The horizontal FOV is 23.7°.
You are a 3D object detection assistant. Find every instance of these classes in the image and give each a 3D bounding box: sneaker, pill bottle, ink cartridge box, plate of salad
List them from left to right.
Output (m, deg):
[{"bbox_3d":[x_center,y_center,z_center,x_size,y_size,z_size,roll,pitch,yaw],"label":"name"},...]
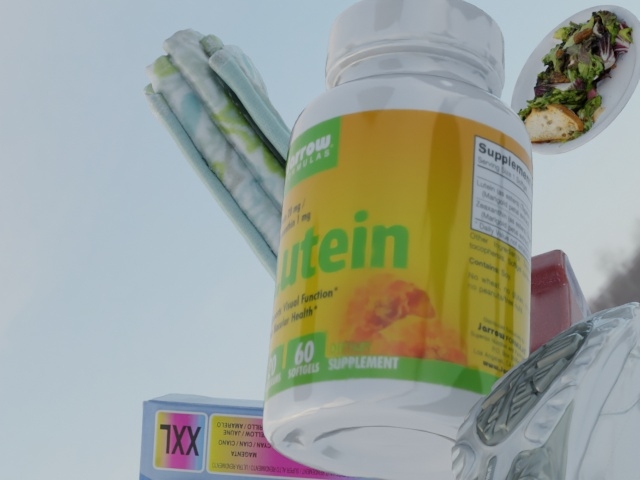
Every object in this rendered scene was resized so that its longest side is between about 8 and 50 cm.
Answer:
[{"bbox_3d":[-0.044,0.356,1.493,0.151,0.270,0.395,13,-101,-81],"label":"ink cartridge box"},{"bbox_3d":[0.046,-0.004,0.826,0.136,0.136,0.245,100,175,-67],"label":"pill bottle"},{"bbox_3d":[0.295,-0.195,1.800,0.048,0.200,0.200,30,-72,-34],"label":"plate of salad"},{"bbox_3d":[0.112,0.123,0.647,0.090,0.115,0.232,-36,14,45],"label":"sneaker"}]

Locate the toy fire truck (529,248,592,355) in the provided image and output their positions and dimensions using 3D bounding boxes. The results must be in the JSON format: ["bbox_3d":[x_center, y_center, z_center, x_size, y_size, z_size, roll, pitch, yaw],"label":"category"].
[{"bbox_3d":[0.254,0.178,1.350,0.169,0.302,0.254,-22,18,17],"label":"toy fire truck"}]

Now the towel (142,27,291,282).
[{"bbox_3d":[0.000,0.000,1.247,0.090,0.374,0.320,-36,1,1],"label":"towel"}]
